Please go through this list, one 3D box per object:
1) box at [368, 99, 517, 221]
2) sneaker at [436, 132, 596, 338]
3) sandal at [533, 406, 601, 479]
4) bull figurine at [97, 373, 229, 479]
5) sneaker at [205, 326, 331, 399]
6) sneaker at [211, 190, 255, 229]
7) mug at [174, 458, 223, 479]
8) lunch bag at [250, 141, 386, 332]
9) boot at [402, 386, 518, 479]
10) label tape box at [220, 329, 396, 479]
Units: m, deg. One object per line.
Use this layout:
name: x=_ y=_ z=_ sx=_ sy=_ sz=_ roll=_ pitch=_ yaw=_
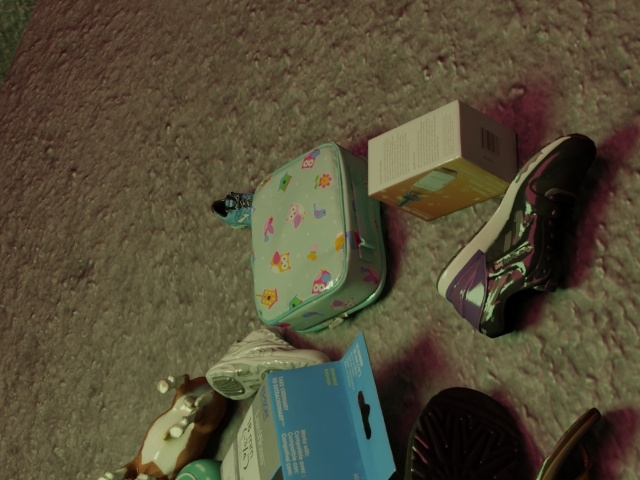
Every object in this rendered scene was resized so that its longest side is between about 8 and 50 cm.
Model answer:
box: x=0.170 y=-0.107 z=1.505 sx=0.170 sy=0.130 sz=0.091 roll=-22 pitch=58 yaw=43
sneaker: x=0.280 y=0.001 z=1.373 sx=0.124 sy=0.107 sz=0.283 roll=48 pitch=115 yaw=33
sandal: x=0.271 y=0.294 z=1.240 sx=0.060 sy=0.090 sz=0.219 roll=29 pitch=83 yaw=15
bull figurine: x=-0.257 y=0.356 z=1.759 sx=0.101 sy=0.188 sz=0.310 roll=26 pitch=86 yaw=18
sneaker: x=-0.075 y=0.180 z=1.692 sx=0.232 sy=0.090 sz=0.115 roll=-7 pitch=43 yaw=35
sneaker: x=-0.132 y=-0.055 z=1.876 sx=0.162 sy=0.073 sz=0.063 roll=-12 pitch=64 yaw=46
mug: x=-0.172 y=0.417 z=1.682 sx=0.129 sy=0.097 sz=0.158 roll=-60 pitch=39 yaw=10
lunch bag: x=0.000 y=0.000 z=1.671 sx=0.224 sy=0.108 sz=0.279 roll=-28 pitch=54 yaw=35
boot: x=0.123 y=0.375 z=1.338 sx=0.260 sy=0.131 sz=0.348 roll=111 pitch=-178 yaw=-47
label tape box: x=-0.032 y=0.310 z=1.463 sx=0.241 sy=0.105 sz=0.334 roll=-103 pitch=31 yaw=-46
